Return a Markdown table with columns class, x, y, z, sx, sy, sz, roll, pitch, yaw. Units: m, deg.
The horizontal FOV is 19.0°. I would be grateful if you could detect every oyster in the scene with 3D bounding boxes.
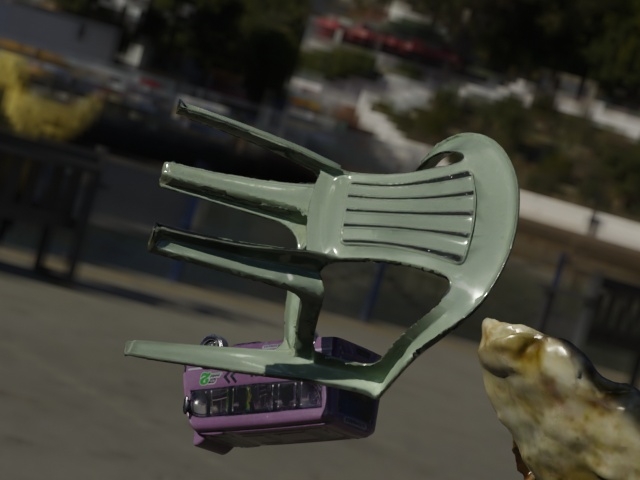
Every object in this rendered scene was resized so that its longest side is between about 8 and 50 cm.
| class | x | y | z | sx | sy | sz | roll | pitch | yaw |
| --- | --- | --- | --- | --- | --- | --- | --- | --- | --- |
| oyster | 0.197 | 0.162 | 1.072 | 0.166 | 0.110 | 0.341 | 19 | -22 | 34 |

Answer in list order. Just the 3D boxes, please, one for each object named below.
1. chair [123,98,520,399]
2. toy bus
| class | x | y | z | sx | sy | sz | roll | pitch | yaw |
| --- | --- | --- | --- | --- | --- | --- | --- | --- | --- |
| chair | 0.000 | 0.000 | 1.518 | 0.274 | 0.203 | 0.190 | 10 | -33 | -7 |
| toy bus | -0.037 | 0.134 | 1.686 | 0.178 | 0.098 | 0.087 | -8 | -21 | 36 |
